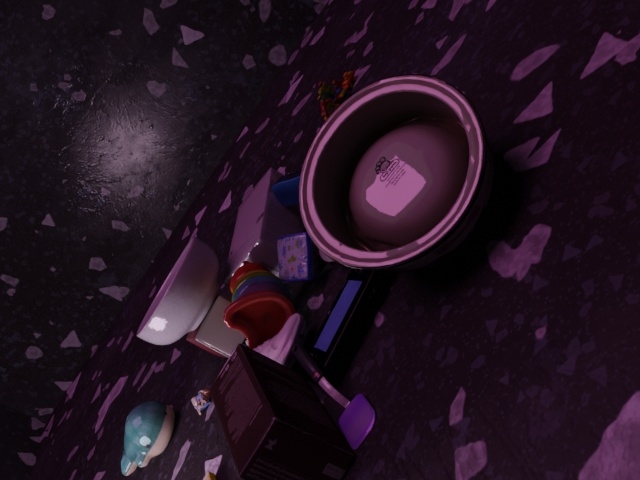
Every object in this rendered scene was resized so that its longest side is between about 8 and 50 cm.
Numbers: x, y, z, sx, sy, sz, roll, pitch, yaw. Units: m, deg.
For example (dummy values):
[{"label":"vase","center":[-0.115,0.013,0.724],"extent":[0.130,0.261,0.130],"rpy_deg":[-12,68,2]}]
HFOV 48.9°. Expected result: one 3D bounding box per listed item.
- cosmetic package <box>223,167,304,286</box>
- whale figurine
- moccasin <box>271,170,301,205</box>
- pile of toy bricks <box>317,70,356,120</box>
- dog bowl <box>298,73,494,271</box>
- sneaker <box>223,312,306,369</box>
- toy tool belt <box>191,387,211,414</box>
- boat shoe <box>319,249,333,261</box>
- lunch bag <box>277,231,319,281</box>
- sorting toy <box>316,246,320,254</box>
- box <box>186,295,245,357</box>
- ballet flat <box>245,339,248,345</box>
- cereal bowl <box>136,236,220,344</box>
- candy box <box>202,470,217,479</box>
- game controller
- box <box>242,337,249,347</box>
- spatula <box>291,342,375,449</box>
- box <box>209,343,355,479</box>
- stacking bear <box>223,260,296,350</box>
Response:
[{"label":"cosmetic package","center":[-0.164,-0.023,2.185],"extent":[0.217,0.156,0.385],"rpy_deg":[-48,25,30]},{"label":"whale figurine","center":[-0.576,0.625,2.241],"extent":[0.272,0.141,0.216],"rpy_deg":[-49,24,24]},{"label":"moccasin","center":[-0.007,-0.179,2.030],"extent":[0.342,0.137,0.117],"rpy_deg":[5,39,46]},{"label":"pile of toy bricks","center":[0.035,-0.517,2.479],"extent":[0.118,0.105,0.212],"rpy_deg":[-18,45,59]},{"label":"dog bowl","center":[0.163,-0.117,1.413],"extent":[0.408,0.150,0.407],"rpy_deg":[-13,65,31]},{"label":"sneaker","center":[-0.148,0.298,1.712],"extent":[0.305,0.152,0.114],"rpy_deg":[-59,-12,-3]},{"label":"toy tool belt","center":[-0.343,0.475,2.073],"extent":[0.083,0.052,0.051],"rpy_deg":[-46,56,36]},{"label":"boat shoe","center":[0.073,0.018,1.737],"extent":[0.219,0.070,0.077],"rpy_deg":[-3,81,59]},{"label":"lunch bag","center":[-0.054,0.046,1.880],"extent":[0.151,0.096,0.128],"rpy_deg":[163,103,-70]},{"label":"sorting toy","center":[0.000,0.000,1.959],"extent":[0.075,0.045,0.083],"rpy_deg":[-58,21,-19]},{"label":"box","center":[-0.301,0.259,2.103],"extent":[0.148,0.127,0.232],"rpy_deg":[-64,12,-16]},{"label":"ballet flat","center":[-0.175,0.306,1.873],"extent":[0.086,0.086,0.248],"rpy_deg":[-6,56,64]},{"label":"cereal bowl","center":[-0.396,0.165,2.064],"extent":[0.339,0.141,0.339],"rpy_deg":[-55,12,18]},{"label":"candy box","center":[-0.272,0.652,1.696],"extent":[0.105,0.027,0.206],"rpy_deg":[-61,21,1]},{"label":"game controller","center":[0.050,0.173,1.581],"extent":[0.319,0.067,0.166],"rpy_deg":[-61,22,-9]},{"label":"box","center":[-0.187,0.275,2.012],"extent":[0.162,0.029,0.116],"rpy_deg":[-63,21,-6]},{"label":"spatula","center":[0.018,0.298,1.437],"extent":[0.084,0.030,0.296],"rpy_deg":[-55,46,8]},{"label":"box","center":[-0.093,0.372,1.460],"extent":[0.143,0.191,0.381],"rpy_deg":[-59,20,1]},{"label":"stacking bear","center":[-0.169,0.149,1.875],"extent":[0.164,0.175,0.289],"rpy_deg":[-36,25,1]}]
